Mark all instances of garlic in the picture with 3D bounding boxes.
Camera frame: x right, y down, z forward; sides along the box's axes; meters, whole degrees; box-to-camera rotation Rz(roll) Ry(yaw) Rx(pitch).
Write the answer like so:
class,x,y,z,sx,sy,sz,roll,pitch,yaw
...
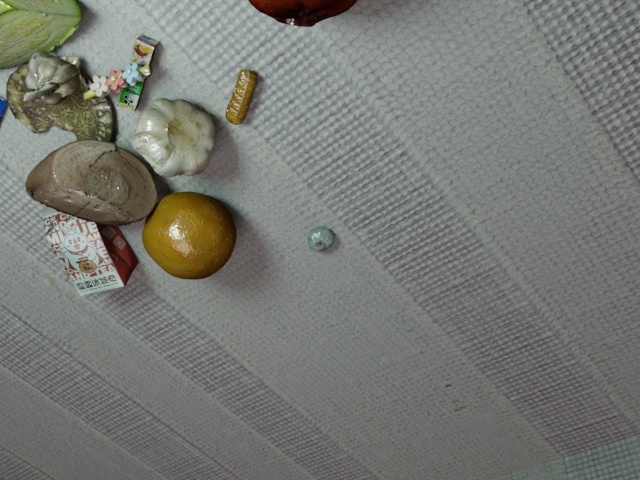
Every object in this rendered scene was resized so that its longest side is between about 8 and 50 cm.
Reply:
class,x,y,z,sx,sy,sz,roll,pitch,yaw
garlic,-0.397,-0.258,1.705,0.219,0.218,0.212,37,158,-19
garlic,-0.677,-0.381,1.595,0.127,0.194,0.131,11,132,5

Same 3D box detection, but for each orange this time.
class,x,y,z,sx,sy,sz,roll,pitch,yaw
orange,-0.375,-0.016,1.838,0.264,0.264,0.264,4,128,5

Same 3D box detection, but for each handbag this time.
class,x,y,z,sx,sy,sz,roll,pitch,yaw
handbag,-0.697,0.005,1.964,0.171,0.151,0.298,-13,116,11

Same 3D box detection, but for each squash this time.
class,x,y,z,sx,sy,sz,roll,pitch,yaw
squash,-0.754,-0.478,1.539,0.210,0.234,0.309,47,120,13

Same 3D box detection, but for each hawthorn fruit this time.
class,x,y,z,sx,sy,sz,roll,pitch,yaw
hawthorn fruit,-0.040,-0.589,1.313,0.295,0.295,0.311,8,131,2

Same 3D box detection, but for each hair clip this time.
class,x,y,z,sx,sy,sz,roll,pitch,yaw
hair clip,-0.518,-0.399,1.629,0.214,0.056,0.062,-17,81,29

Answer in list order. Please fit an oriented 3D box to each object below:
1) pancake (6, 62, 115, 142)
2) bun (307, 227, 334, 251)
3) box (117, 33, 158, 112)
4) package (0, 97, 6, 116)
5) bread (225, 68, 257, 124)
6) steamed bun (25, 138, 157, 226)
class,x,y,z,sx,sy,sz,roll,pitch,yaw
pancake,-0.698,-0.353,1.752,0.288,0.033,0.286,-8,127,15
bun,0.000,0.000,1.909,0.083,0.045,0.083,2,130,2
box,-0.468,-0.424,1.655,0.050,0.041,0.207,25,126,-9
package,-0.962,-0.369,1.780,0.173,0.027,0.171,32,125,-12
bread,-0.203,-0.366,1.658,0.052,0.044,0.157,22,127,-5
steamed bun,-0.614,-0.167,1.767,0.301,0.199,0.252,24,161,-35
